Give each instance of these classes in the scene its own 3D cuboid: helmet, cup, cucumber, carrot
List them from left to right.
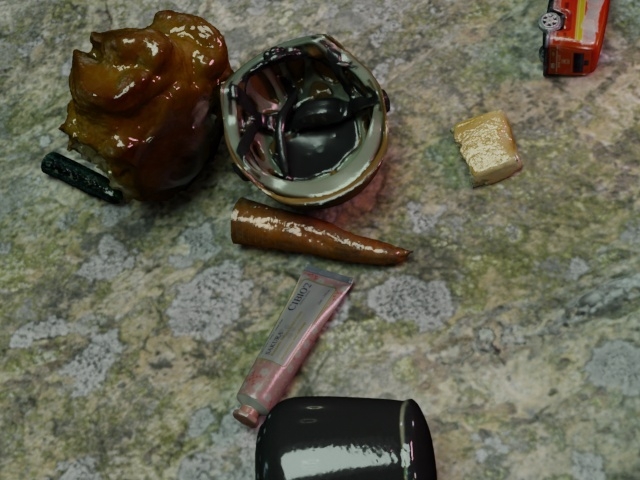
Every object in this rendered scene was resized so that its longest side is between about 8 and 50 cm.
[{"bbox_3d":[-0.301,-0.078,1.818,0.133,0.032,0.032,25,72,29],"label":"cucumber"},{"bbox_3d":[-0.011,-0.127,1.693,0.198,0.130,0.224,-29,71,3],"label":"helmet"},{"bbox_3d":[0.000,0.000,1.669,0.224,0.057,0.057,14,67,19],"label":"carrot"},{"bbox_3d":[0.033,0.265,1.454,0.176,0.169,0.223,-8,94,6],"label":"cup"}]

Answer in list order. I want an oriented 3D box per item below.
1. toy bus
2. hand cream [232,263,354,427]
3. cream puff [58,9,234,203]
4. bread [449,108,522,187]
[{"bbox_3d":[0.308,-0.283,1.710,0.077,0.079,0.174,8,63,13],"label":"toy bus"},{"bbox_3d":[-0.035,0.118,1.617,0.067,0.043,0.210,14,61,30],"label":"hand cream"},{"bbox_3d":[-0.204,-0.154,1.706,0.241,0.269,0.155,-29,62,-38],"label":"cream puff"},{"bbox_3d":[0.197,-0.109,1.671,0.070,0.035,0.083,-22,64,6],"label":"bread"}]
